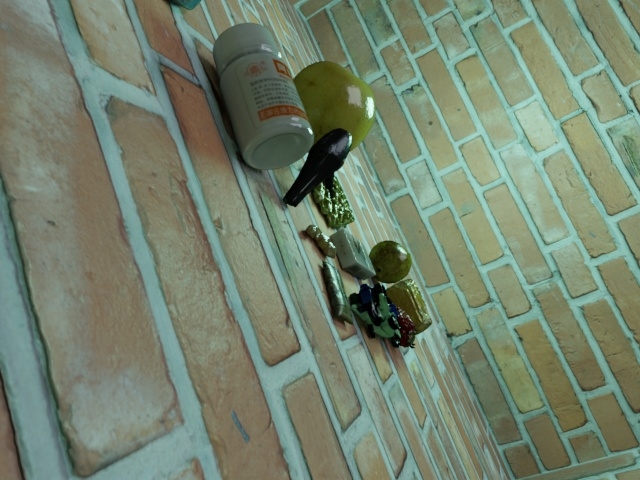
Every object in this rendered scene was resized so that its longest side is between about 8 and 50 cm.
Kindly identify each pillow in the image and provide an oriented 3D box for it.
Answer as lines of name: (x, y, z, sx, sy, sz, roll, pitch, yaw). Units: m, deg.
pillow: (0.056, 0.163, 1.381, 0.113, 0.038, 0.203, 40, 29, -53)

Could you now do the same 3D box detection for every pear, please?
pear: (0.306, 0.103, 1.964, 0.197, 0.197, 0.197, 54, 20, -30)
pear: (0.027, -0.465, 1.564, 0.348, 0.348, 0.348, 54, 20, -30)

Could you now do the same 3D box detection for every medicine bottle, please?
medicine bottle: (-0.169, -0.407, 1.240, 0.211, 0.211, 0.371, 23, 44, -65)

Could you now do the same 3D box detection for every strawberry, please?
strawberry: (0.313, 0.352, 1.753, 0.140, 0.085, 0.192, -5, -75, 63)

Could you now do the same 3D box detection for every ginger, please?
ginger: (-0.001, -0.003, 1.443, 0.173, 0.051, 0.069, 42, 22, -41)

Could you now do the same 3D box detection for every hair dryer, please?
hair dryer: (0.007, -0.190, 1.489, 0.120, 0.304, 0.359, 30, -13, 16)

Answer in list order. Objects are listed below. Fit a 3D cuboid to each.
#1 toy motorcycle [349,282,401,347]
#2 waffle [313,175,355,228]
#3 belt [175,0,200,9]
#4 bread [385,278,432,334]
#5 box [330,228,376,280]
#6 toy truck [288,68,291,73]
toy motorcycle: (0.221, 0.267, 1.599, 0.331, 0.125, 0.196, 50, 20, -48)
waffle: (0.043, -0.188, 1.776, 0.297, 0.073, 0.317, 65, 19, 3)
belt: (-0.400, -0.722, 1.227, 0.148, 0.082, 0.163, 59, 18, 20)
bread: (0.367, 0.289, 1.885, 0.121, 0.174, 0.245, 39, 26, -57)
box: (0.131, 0.060, 1.698, 0.233, 0.067, 0.149, 33, 36, -60)
toy truck: (-0.200, -0.606, 1.584, 0.157, 0.124, 0.272, 61, 19, 7)
